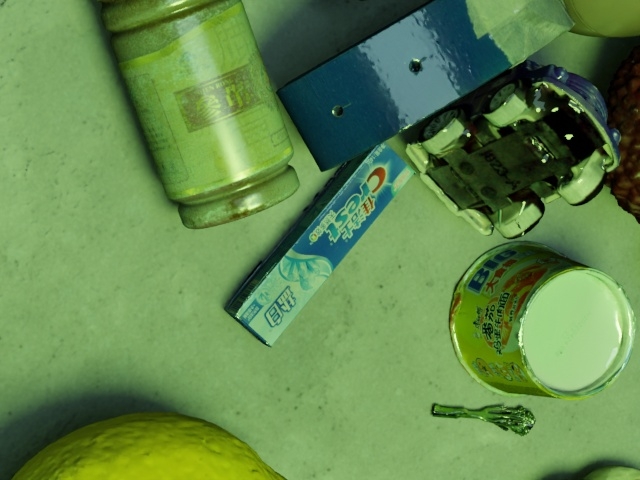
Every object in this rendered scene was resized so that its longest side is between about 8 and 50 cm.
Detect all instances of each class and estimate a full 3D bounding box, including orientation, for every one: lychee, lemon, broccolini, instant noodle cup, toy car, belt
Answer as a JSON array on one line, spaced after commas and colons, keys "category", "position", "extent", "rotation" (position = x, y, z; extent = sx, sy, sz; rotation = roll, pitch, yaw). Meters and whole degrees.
[{"category": "lychee", "position": [0.451, -0.135, 1.762], "extent": [0.264, 0.300, 0.264], "rotation": [26, 60, -57]}, {"category": "lemon", "position": [-0.186, 0.338, 1.530], "extent": [0.336, 0.336, 0.336], "rotation": [-2, 95, -20]}, {"category": "broccolini", "position": [0.203, 0.223, 1.819], "extent": [0.139, 0.030, 0.035], "rotation": [6, 129, -16]}, {"category": "instant noodle cup", "position": [0.278, 0.107, 1.766], "extent": [0.205, 0.153, 0.205], "rotation": [-2, 97, -20]}, {"category": "toy car", "position": [0.234, -0.125, 1.686], "extent": [0.172, 0.235, 0.158], "rotation": [45, 46, -21]}, {"category": "belt", "position": [0.120, -0.209, 1.638], "extent": [0.347, 0.212, 0.117], "rotation": [-31, 95, -19]}]

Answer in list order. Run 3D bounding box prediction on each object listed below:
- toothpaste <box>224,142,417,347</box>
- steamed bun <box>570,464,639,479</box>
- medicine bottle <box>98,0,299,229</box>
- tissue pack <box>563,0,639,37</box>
[{"category": "toothpaste", "position": [0.000, 0.000, 1.705], "extent": [0.066, 0.053, 0.272], "rotation": [43, 79, -18]}, {"category": "steamed bun", "position": [0.356, 0.403, 1.816], "extent": [0.211, 0.144, 0.218], "rotation": [0, 50, -28]}, {"category": "medicine bottle", "position": [-0.138, -0.185, 1.585], "extent": [0.151, 0.151, 0.322], "rotation": [-23, 102, -17]}, {"category": "tissue pack", "position": [0.440, -0.400, 1.718], "extent": [0.387, 0.277, 0.267], "rotation": [-21, 99, -18]}]
